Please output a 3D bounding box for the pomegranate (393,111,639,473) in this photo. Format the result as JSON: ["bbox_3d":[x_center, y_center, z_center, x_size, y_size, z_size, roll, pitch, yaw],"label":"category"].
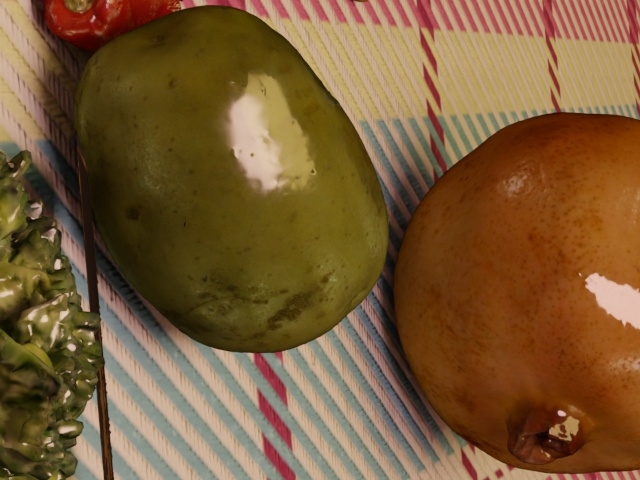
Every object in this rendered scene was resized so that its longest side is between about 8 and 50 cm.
[{"bbox_3d":[0.277,0.073,1.568,0.416,0.416,0.417,14,74,-61],"label":"pomegranate"}]

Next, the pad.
[{"bbox_3d":[-0.118,0.121,0.987,0.315,0.063,0.375,174,-88,-81],"label":"pad"}]

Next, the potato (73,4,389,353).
[{"bbox_3d":[-0.065,-0.040,1.131,0.304,0.215,0.216,68,32,-46],"label":"potato"}]

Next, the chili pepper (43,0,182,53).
[{"bbox_3d":[-0.160,-0.179,1.121,0.070,0.073,0.123,48,17,20],"label":"chili pepper"}]

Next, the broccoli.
[{"bbox_3d":[-0.253,0.078,0.797,0.245,0.248,0.288,11,53,-30],"label":"broccoli"}]
